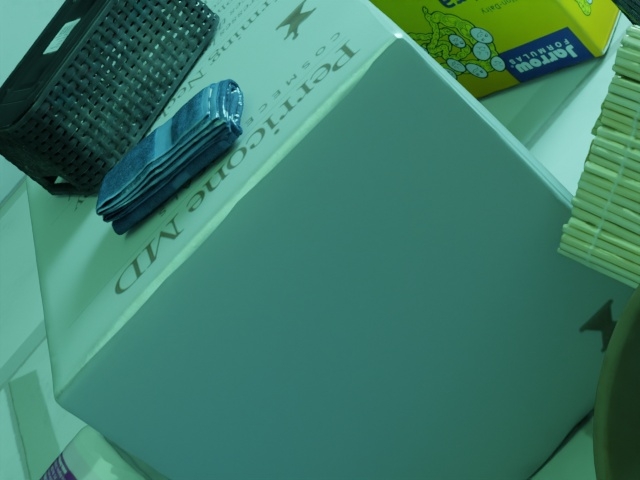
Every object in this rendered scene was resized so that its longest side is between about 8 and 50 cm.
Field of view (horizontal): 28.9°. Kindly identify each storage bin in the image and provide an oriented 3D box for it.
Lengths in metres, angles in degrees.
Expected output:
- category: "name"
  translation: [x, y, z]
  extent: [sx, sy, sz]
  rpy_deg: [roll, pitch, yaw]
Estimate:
- category: "storage bin"
  translation: [-0.177, -0.131, 0.979]
  extent: [0.122, 0.084, 0.180]
  rpy_deg: [3, 57, 58]

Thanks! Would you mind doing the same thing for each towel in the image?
- category: "towel"
  translation: [-0.101, -0.059, 0.831]
  extent: [0.119, 0.029, 0.067]
  rpy_deg: [-38, 28, 22]

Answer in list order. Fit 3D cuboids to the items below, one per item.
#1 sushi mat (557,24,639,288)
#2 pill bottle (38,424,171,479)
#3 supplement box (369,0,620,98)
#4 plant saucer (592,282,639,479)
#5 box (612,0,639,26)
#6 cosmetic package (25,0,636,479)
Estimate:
- category: "sushi mat"
  translation: [0.277, 0.000, 0.676]
  extent: [0.316, 0.019, 0.151]
  rpy_deg: [28, 120, 35]
- category: "pill bottle"
  translation: [-0.235, 0.326, 1.106]
  extent: [0.301, 0.169, 0.169]
  rpy_deg: [-52, 27, -3]
- category: "supplement box"
  translation: [0.123, -0.335, 1.207]
  extent: [0.194, 0.356, 0.195]
  rpy_deg: [-15, 43, 50]
- category: "plant saucer"
  translation: [0.265, 0.109, 0.635]
  extent: [0.277, 0.041, 0.278]
  rpy_deg: [-5, 82, 46]
- category: "box"
  translation: [0.283, -0.137, 0.865]
  extent: [0.060, 0.216, 0.270]
  rpy_deg: [-44, 26, 13]
- category: "cosmetic package"
  translation: [0.000, 0.000, 0.997]
  extent: [0.329, 0.327, 0.394]
  rpy_deg: [-46, 28, 7]
